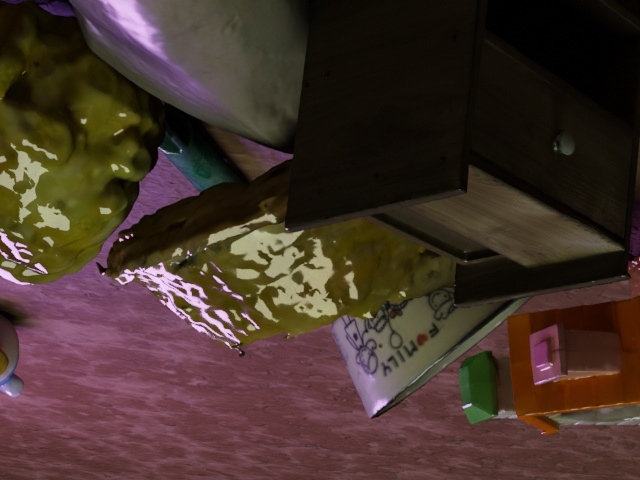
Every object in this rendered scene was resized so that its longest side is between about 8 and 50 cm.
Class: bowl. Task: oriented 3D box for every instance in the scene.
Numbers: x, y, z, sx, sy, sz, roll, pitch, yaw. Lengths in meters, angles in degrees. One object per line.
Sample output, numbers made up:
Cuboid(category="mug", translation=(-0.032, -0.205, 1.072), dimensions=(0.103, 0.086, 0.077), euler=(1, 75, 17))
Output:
Cuboid(category="bowl", translation=(0.101, 0.038, 1.517), dimensions=(0.126, 0.238, 0.238), euler=(51, 163, 9))

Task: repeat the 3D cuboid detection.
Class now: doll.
Cuboid(category="doll", translation=(-0.442, 0.148, 2.176), dimensions=(0.135, 0.098, 0.241), euler=(11, 160, -23))

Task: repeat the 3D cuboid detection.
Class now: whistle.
Cuboid(category="whistle", translation=(-0.104, -0.065, 1.515), dimensions=(0.039, 0.039, 0.186), euler=(1, 160, 19))

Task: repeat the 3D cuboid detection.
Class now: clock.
Cuboid(category="clock", translation=(0.274, 0.121, 1.520), dimensions=(0.255, 0.106, 0.220), euler=(3, 163, -24))

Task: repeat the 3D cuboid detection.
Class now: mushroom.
Cuboid(category="mushroom", translation=(-0.088, -0.172, 1.043), dimensions=(0.154, 0.137, 0.407), euler=(41, 171, 18))

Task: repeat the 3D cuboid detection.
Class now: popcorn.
Cuboid(category="popcorn", translation=(-0.237, -0.071, 1.270), dimensions=(0.266, 0.192, 0.233), euler=(-9, 140, 44))

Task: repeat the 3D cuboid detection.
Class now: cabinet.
Cuboid(category="cabinet", translation=(0.100, -0.090, 1.086), dimensions=(0.148, 0.215, 0.175), euler=(-11, 154, 43))

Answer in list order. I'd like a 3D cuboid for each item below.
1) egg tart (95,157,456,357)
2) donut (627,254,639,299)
Cuboid(category="egg tart", translation=(0.000, 0.000, 1.310), dimensions=(0.345, 0.132, 0.345), euler=(-17, 180, 0))
Cuboid(category="donut", translation=(0.373, 0.053, 1.617), dimensions=(0.162, 0.065, 0.178), euler=(19, 159, -28))
